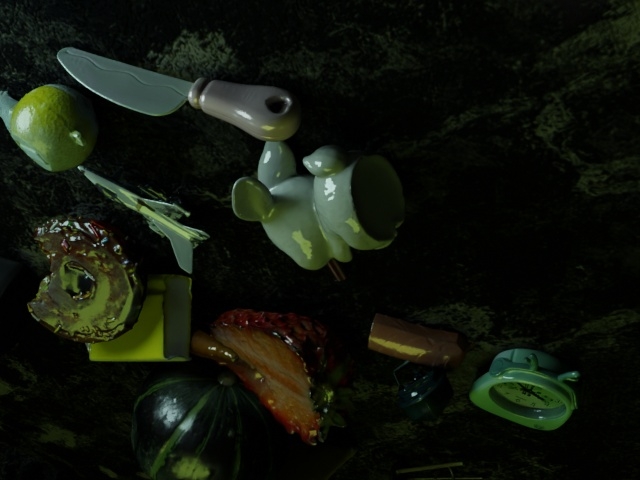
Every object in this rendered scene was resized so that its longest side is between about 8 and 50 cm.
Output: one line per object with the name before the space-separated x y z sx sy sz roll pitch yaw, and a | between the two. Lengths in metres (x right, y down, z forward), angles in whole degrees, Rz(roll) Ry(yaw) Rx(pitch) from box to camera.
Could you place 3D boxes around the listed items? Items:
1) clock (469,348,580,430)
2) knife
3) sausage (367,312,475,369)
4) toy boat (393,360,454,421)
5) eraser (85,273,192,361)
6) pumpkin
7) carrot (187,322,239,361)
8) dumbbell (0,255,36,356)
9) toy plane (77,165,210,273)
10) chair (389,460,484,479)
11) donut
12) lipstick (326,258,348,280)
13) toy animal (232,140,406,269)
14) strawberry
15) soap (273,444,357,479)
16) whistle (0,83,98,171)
clock | 0.344 0.234 1.442 0.159 0.066 0.211 22 149 -1
knife | -0.186 -0.180 1.105 0.335 0.081 0.043 14 146 13
sausage | 0.165 0.169 1.459 0.169 0.065 0.065 14 149 11
toy boat | 0.168 0.247 1.464 0.103 0.093 0.246 58 -176 6
eraser | -0.333 0.143 1.626 0.226 0.158 0.069 -7 171 38
pumpkin | -0.205 0.349 1.717 0.323 0.323 0.241 23 127 -3
carrot | -0.258 0.170 1.644 0.336 0.069 0.069 21 156 42
dumbbell | -0.758 0.097 1.775 0.322 0.204 0.204 18 149 5
toy plane | -0.260 -0.055 1.365 0.234 0.082 0.160 45 155 -9
chair | 0.237 0.527 1.953 0.221 0.104 0.095 -15 108 39
donut | -0.396 0.062 1.535 0.216 0.096 0.230 5 111 9
lipstick | 0.001 0.000 1.328 0.027 0.027 0.176 2 142 29
toy animal | -0.001 -0.052 1.148 0.193 0.127 0.178 0 141 34
strawberry | -0.047 0.222 1.591 0.280 0.150 0.253 4 124 50
soap | -0.119 0.509 1.922 0.306 0.427 0.115 -8 95 26
whistle | -0.388 -0.172 1.247 0.223 0.123 0.123 25 157 40
